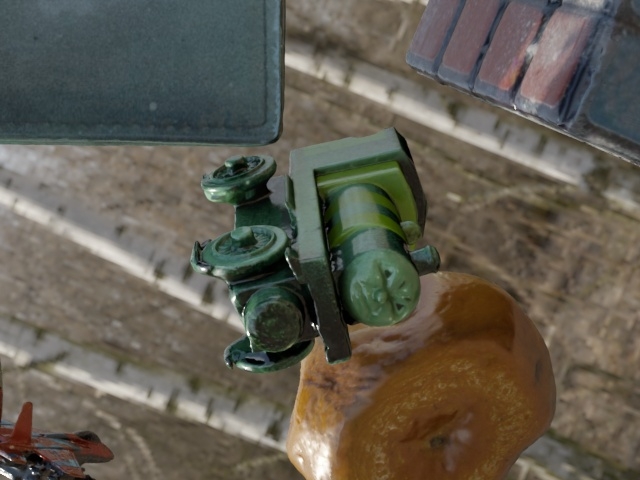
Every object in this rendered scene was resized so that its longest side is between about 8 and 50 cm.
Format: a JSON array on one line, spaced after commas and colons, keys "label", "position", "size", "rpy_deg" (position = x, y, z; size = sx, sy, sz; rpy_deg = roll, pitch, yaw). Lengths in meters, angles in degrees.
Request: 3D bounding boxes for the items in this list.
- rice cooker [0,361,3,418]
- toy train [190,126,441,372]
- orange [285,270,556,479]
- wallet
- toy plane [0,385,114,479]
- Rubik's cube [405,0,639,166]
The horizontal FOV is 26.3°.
[{"label": "rice cooker", "position": [-0.483, 0.136, 1.310], "size": [0.335, 0.325, 0.335], "rpy_deg": [-16, -90, -72]}, {"label": "toy train", "position": [0.000, 0.001, 0.770], "size": [0.200, 0.132, 0.083], "rpy_deg": [-99, -6, -66]}, {"label": "orange", "position": [0.085, 0.145, 1.217], "size": [0.249, 0.249, 0.183], "rpy_deg": [-69, 25, 17]}, {"label": "wallet", "position": [-0.139, -0.192, 0.708], "size": [0.054, 0.251, 0.291], "rpy_deg": [92, 177, -81]}, {"label": "toy plane", "position": [-0.210, 0.163, 1.047], "size": [0.061, 0.130, 0.189], "rpy_deg": [-63, -26, -11]}, {"label": "Rubik's cube", "position": [0.324, -0.218, 1.130], "size": [0.345, 0.337, 0.344], "rpy_deg": [-67, 21, 11]}]
